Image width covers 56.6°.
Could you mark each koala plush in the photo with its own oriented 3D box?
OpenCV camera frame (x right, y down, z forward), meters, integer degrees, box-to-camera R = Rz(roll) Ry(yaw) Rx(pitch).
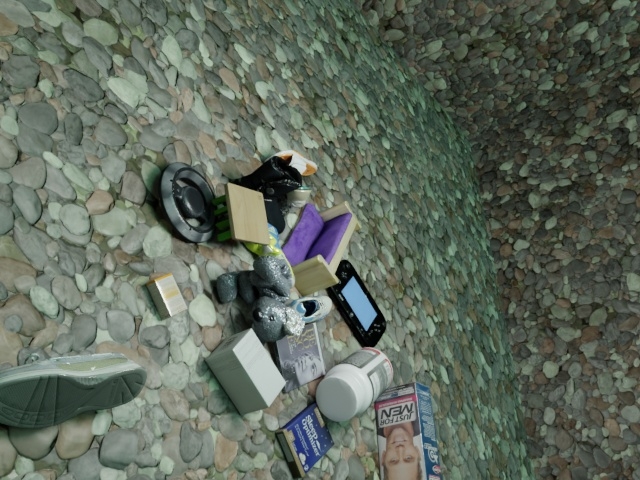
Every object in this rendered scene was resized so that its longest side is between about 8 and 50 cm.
[{"bbox_3d":[-0.142,0.176,1.636,0.203,0.196,0.221,14,54,-64],"label":"koala plush"}]

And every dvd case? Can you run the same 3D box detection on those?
[{"bbox_3d":[-0.059,0.345,1.783,0.221,0.018,0.165,-6,84,-58],"label":"dvd case"}]

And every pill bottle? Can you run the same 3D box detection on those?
[{"bbox_3d":[0.105,0.443,1.835,0.283,0.161,0.161,-13,81,-63],"label":"pill bottle"}]

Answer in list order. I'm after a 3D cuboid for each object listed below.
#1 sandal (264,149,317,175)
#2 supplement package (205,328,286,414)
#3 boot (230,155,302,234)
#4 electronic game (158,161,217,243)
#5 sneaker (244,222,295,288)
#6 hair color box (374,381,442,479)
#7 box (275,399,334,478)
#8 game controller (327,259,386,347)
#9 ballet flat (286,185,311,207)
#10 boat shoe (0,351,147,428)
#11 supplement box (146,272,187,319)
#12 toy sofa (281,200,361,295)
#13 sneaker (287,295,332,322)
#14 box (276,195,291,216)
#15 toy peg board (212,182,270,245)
[{"bbox_3d":[-0.084,-0.248,2.080,0.265,0.101,0.076,10,59,-56],"label":"sandal"},{"bbox_3d":[-0.190,0.337,1.527,0.179,0.105,0.105,60,31,-10],"label":"supplement package"},{"bbox_3d":[-0.133,-0.132,1.827,0.246,0.207,0.094,47,38,-29],"label":"boot"},{"bbox_3d":[-0.356,-0.103,1.620,0.229,0.048,0.229,43,38,-46],"label":"electronic game"},{"bbox_3d":[-0.140,0.031,1.821,0.240,0.091,0.126,58,32,-13],"label":"sneaker"},{"bbox_3d":[0.286,0.663,1.970,0.105,0.173,0.348,31,45,-43],"label":"hair color box"},{"bbox_3d":[-0.031,0.555,1.693,0.225,0.036,0.137,-21,88,-60],"label":"box"},{"bbox_3d":[0.130,0.227,2.125,0.319,0.067,0.166,57,32,-14],"label":"game controller"},{"bbox_3d":[-0.077,-0.147,1.969,0.086,0.086,0.248,59,0,-12],"label":"ballet flat"},{"bbox_3d":[-0.487,0.270,1.136,0.320,0.103,0.118,2,113,-53],"label":"boat shoe"},{"bbox_3d":[-0.374,0.136,1.447,0.062,0.036,0.099,-24,91,-59],"label":"supplement box"},{"bbox_3d":[0.000,0.000,1.998,0.177,0.150,0.363,55,33,-20],"label":"toy sofa"},{"bbox_3d":[-0.022,0.215,1.886,0.237,0.086,0.085,-7,75,-59],"label":"sneaker"},{"bbox_3d":[-0.137,-0.127,1.999,0.083,0.018,0.067,54,33,-19],"label":"box"},{"bbox_3d":[-0.231,-0.063,1.692,0.160,0.079,0.161,13,63,-58],"label":"toy peg board"}]
